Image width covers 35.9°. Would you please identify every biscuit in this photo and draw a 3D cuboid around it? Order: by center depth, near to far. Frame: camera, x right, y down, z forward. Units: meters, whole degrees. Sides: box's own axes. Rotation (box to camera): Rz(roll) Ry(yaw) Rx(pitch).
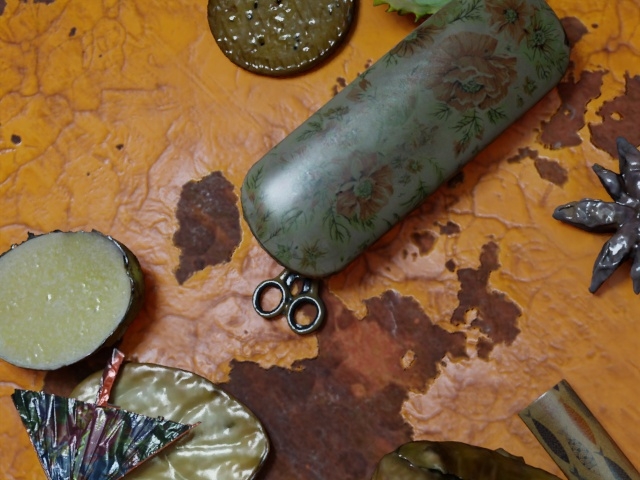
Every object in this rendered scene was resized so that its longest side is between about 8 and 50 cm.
[{"bbox_3d":[-0.184,0.238,1.108,0.260,0.041,0.203,-5,73,6],"label":"biscuit"},{"bbox_3d":[-0.048,-0.290,1.220,0.188,0.027,0.188,-2,76,9],"label":"biscuit"}]

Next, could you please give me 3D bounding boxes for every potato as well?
[{"bbox_3d":[-0.294,0.068,1.143,0.200,0.081,0.164,-19,78,7],"label":"potato"}]

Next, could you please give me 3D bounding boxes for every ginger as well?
[{"bbox_3d":[0.200,0.297,0.982,0.321,0.172,0.165,10,41,10],"label":"ginger"}]

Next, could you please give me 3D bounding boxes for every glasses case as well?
[{"bbox_3d":[0.286,0.232,1.040,0.064,0.041,0.170,-36,75,-1],"label":"glasses case"},{"bbox_3d":[0.097,-0.128,1.113,0.425,0.098,0.156,-40,88,-6],"label":"glasses case"}]

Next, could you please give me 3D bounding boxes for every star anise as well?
[{"bbox_3d":[0.354,-0.030,1.082,0.195,0.065,0.182,0,75,12],"label":"star anise"}]

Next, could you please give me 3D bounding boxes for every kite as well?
[{"bbox_3d":[-0.248,0.213,1.098,0.232,0.009,0.189,11,78,14],"label":"kite"}]

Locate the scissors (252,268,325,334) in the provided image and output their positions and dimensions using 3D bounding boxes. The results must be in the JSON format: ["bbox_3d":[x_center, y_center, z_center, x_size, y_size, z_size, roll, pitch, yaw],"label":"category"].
[{"bbox_3d":[0.000,0.000,1.149,0.088,0.017,0.220,23,80,14],"label":"scissors"}]

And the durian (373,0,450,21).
[{"bbox_3d":[0.189,-0.385,1.135,0.355,0.169,0.157,-42,79,3],"label":"durian"}]
